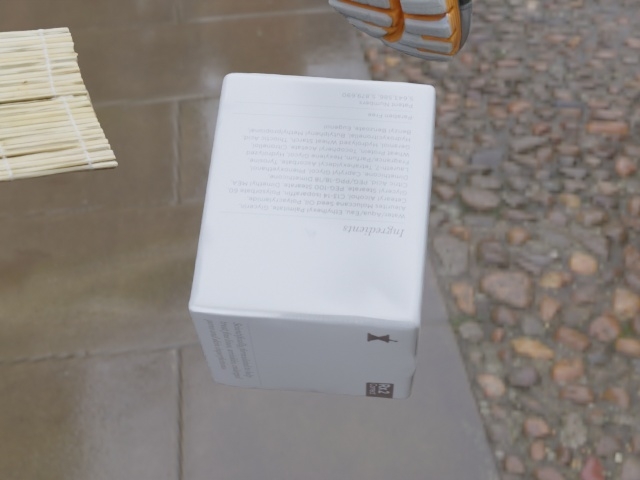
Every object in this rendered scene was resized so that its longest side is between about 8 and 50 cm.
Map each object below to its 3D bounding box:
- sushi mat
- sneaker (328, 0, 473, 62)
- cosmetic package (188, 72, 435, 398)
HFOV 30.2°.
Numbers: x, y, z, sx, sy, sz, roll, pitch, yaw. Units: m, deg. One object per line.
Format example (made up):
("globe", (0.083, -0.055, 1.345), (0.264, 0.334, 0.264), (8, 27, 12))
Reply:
("sushi mat", (-0.334, -0.100, 0.950), (0.316, 0.019, 0.151), (-9, 66, -26))
("sneaker", (0.035, -0.174, 0.560), (0.084, 0.215, 0.083), (20, 60, 36))
("cosmetic package", (0.000, 0.000, 0.847), (0.151, 0.151, 0.184), (4, 65, 5))
